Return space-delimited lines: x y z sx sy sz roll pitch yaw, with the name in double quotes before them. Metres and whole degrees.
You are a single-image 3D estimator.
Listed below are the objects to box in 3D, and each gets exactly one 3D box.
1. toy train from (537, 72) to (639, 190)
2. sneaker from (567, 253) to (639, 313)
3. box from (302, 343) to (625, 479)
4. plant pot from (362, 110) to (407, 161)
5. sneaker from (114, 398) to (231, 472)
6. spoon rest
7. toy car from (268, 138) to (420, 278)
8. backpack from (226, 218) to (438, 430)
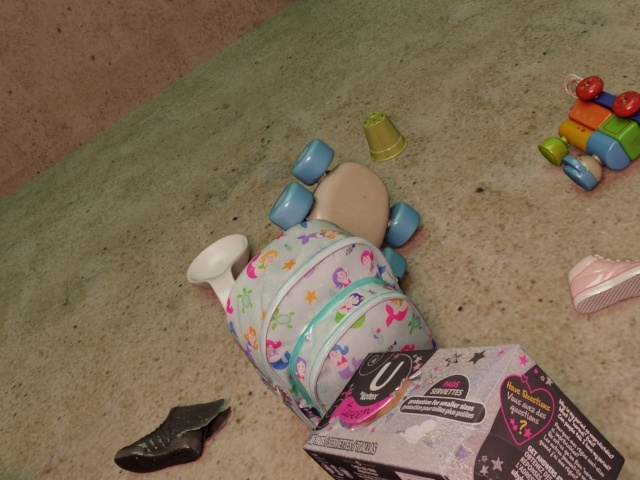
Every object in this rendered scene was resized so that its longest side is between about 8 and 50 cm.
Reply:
"toy train" 0.405 -0.179 1.070 0.143 0.105 0.248 -43 32 7
"sneaker" 0.374 0.038 0.839 0.134 0.051 0.070 -24 39 20
"box" 0.125 0.203 0.655 0.142 0.163 0.247 -50 13 -28
"plant pot" 0.122 -0.215 1.356 0.083 0.079 0.083 -22 33 16
"sneaker" -0.221 0.290 1.005 0.170 0.051 0.089 -14 36 17
"spoon rest" -0.173 0.065 1.227 0.137 0.084 0.276 -34 34 -3
"toy car" 0.000 0.000 1.116 0.238 0.219 0.210 -42 19 46
"backpack" 0.013 0.109 0.858 0.225 0.253 0.191 -41 34 -15
